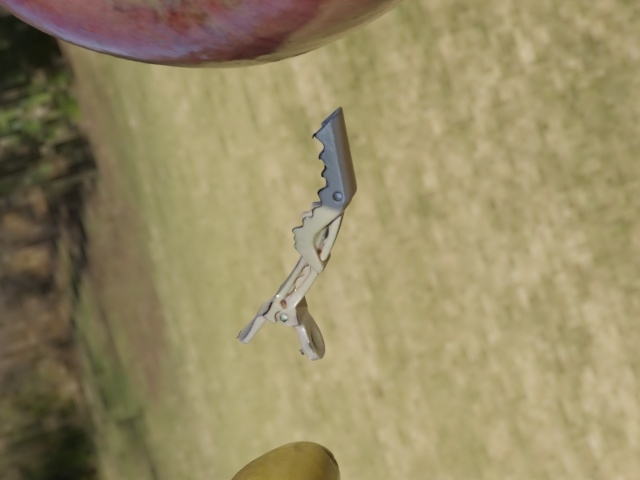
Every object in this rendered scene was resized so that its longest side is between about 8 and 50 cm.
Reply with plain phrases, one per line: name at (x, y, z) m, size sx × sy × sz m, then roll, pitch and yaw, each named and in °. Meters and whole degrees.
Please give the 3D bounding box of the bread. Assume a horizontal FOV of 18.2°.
bread at (-0.039, 0.232, 1.416) m, size 0.217 × 0.098 × 0.147 m, roll -70°, pitch -17°, yaw -77°

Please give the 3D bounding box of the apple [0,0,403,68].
apple at (-0.045, -0.252, 0.948) m, size 0.345 × 0.344 × 0.269 m, roll 85°, pitch -157°, yaw -52°

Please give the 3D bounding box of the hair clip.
hair clip at (0.000, 0.000, 1.573) m, size 0.034 × 0.072 × 0.226 m, roll -63°, pitch -6°, yaw -61°
